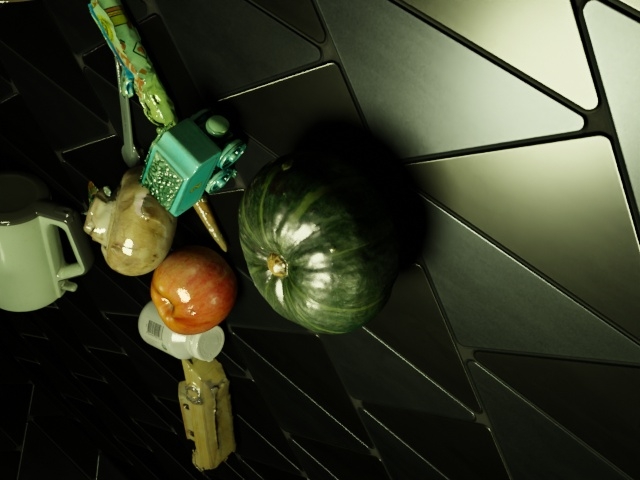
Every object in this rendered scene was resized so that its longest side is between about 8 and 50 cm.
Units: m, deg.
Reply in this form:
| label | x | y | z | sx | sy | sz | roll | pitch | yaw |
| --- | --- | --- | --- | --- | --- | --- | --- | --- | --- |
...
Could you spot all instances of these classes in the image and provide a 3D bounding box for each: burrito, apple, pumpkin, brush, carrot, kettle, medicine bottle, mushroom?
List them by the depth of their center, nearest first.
| label | x | y | z | sx | sy | sz | roll | pitch | yaw |
| --- | --- | --- | --- | --- | --- | --- | --- | --- | --- |
| pumpkin | 0.000 | 0.000 | 1.057 | 0.300 | 0.207 | 0.300 | 40 | 144 | 37 |
| burrito | -0.362 | -0.336 | 1.252 | 0.104 | 0.054 | 0.288 | -5 | 118 | 48 |
| carrot | -0.256 | -0.082 | 1.377 | 0.049 | 0.049 | 0.254 | -2 | 122 | 47 |
| brush | -0.406 | -0.266 | 1.390 | 0.062 | 0.027 | 0.266 | 29 | 135 | 25 |
| mushroom | -0.396 | -0.047 | 1.398 | 0.184 | 0.255 | 0.255 | 23 | 146 | -16 |
| apple | -0.291 | 0.112 | 1.481 | 0.209 | 0.164 | 0.209 | 26 | 135 | 29 |
| medicine bottle | -0.347 | 0.227 | 1.663 | 0.215 | 0.135 | 0.135 | 16 | 132 | 37 |
| kettle | -0.842 | 0.015 | 1.933 | 0.361 | 0.250 | 0.377 | 19 | 135 | 5 |

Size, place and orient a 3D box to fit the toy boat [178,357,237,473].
| label | x | y | z | sx | sy | sz | roll | pitch | yaw |
| --- | --- | --- | --- | --- | --- | --- | --- | --- | --- |
| toy boat | -0.330 | 0.478 | 1.885 | 0.162 | 0.136 | 0.446 | 22 | 131 | 26 |

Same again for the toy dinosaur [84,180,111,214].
| label | x | y | z | sx | sy | sz | roll | pitch | yaw |
| --- | --- | --- | --- | --- | --- | --- | --- | --- | --- |
| toy dinosaur | -0.583 | -0.103 | 1.703 | 0.187 | 0.044 | 0.106 | 20 | 122 | 51 |

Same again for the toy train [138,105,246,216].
| label | x | y | z | sx | sy | sz | roll | pitch | yaw |
| --- | --- | --- | --- | --- | --- | --- | --- | --- | --- |
| toy train | -0.235 | -0.142 | 1.203 | 0.112 | 0.163 | 0.203 | 43 | 143 | 6 |

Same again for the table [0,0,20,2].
| label | x | y | z | sx | sy | sz | roll | pitch | yaw |
| --- | --- | --- | --- | --- | --- | --- | --- | --- | --- |
| table | -0.605 | -0.575 | 1.228 | 0.167 | 0.167 | 0.227 | 21 | 126 | 33 |
